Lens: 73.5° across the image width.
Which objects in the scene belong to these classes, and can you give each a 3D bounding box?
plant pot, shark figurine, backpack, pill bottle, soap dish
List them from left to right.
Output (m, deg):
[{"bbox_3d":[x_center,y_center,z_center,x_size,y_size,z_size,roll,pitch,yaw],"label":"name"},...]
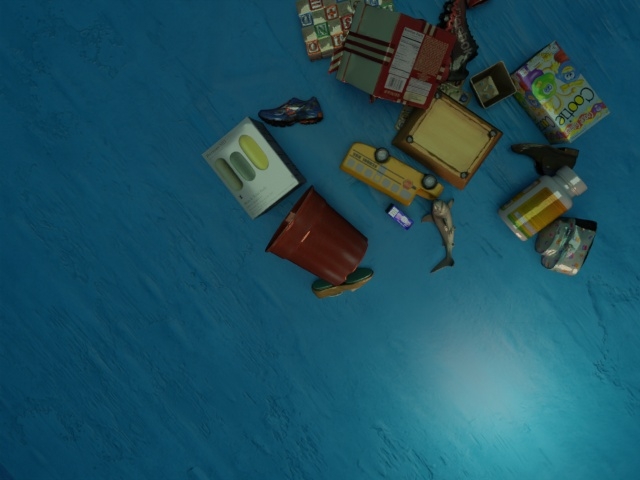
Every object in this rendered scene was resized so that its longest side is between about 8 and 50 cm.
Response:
[{"bbox_3d":[0.000,0.000,1.442,0.265,0.272,0.272,35,101,-10],"label":"plant pot"},{"bbox_3d":[0.407,-0.038,1.487,0.116,0.166,0.278,0,120,30],"label":"shark figurine"},{"bbox_3d":[0.416,-0.335,1.399,0.291,0.118,0.228,34,101,0],"label":"soap dish"},{"bbox_3d":[0.542,-0.492,1.381,0.109,0.096,0.108,-28,96,8],"label":"plant pot"},{"bbox_3d":[0.716,-0.123,1.386,0.246,0.136,0.136,-42,94,22],"label":"pill bottle"},{"bbox_3d":[0.797,0.016,1.410,0.145,0.166,0.188,9,97,5],"label":"backpack"}]

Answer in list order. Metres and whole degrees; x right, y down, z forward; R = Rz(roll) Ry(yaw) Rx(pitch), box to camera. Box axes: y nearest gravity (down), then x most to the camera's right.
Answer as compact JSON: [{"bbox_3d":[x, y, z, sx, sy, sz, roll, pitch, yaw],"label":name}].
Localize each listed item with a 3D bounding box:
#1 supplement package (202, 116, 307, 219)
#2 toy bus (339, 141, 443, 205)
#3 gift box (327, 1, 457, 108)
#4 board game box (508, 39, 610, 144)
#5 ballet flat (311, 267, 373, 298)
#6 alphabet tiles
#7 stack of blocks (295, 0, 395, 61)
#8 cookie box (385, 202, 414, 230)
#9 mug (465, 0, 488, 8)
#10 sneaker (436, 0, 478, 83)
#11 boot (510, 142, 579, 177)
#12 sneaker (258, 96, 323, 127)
[{"bbox_3d":[-0.212,-0.240,1.437,0.199,0.198,0.262,-37,95,10],"label":"supplement package"},{"bbox_3d":[0.240,-0.220,1.447,0.333,0.108,0.130,29,101,-1],"label":"toy bus"},{"bbox_3d":[0.195,-0.536,1.286,0.255,0.258,0.276,7,119,-33],"label":"gift box"},{"bbox_3d":[0.730,-0.453,1.347,0.142,0.144,0.275,-40,93,11],"label":"board game box"},{"bbox_3d":[0.084,0.157,1.555,0.233,0.080,0.073,-14,126,10],"label":"ballet flat"},{"bbox_3d":[0.386,-0.453,1.446,0.199,0.009,0.237,22,100,1],"label":"alphabet tiles"},{"bbox_3d":[0.086,-0.712,1.387,0.298,0.087,0.171,-14,98,7],"label":"stack of blocks"},{"bbox_3d":[0.269,-0.083,1.469,0.092,0.107,0.040,40,99,-3],"label":"cookie box"},{"bbox_3d":[0.461,-0.815,1.322,0.150,0.113,0.169,-26,102,-17],"label":"mug"},{"bbox_3d":[0.438,-0.637,1.367,0.135,0.097,0.275,5,97,-2],"label":"sneaker"},{"bbox_3d":[0.732,-0.259,1.412,0.220,0.082,0.106,8,98,2],"label":"boot"},{"bbox_3d":[-0.103,-0.441,1.464,0.222,0.083,0.086,-4,86,0],"label":"sneaker"}]
